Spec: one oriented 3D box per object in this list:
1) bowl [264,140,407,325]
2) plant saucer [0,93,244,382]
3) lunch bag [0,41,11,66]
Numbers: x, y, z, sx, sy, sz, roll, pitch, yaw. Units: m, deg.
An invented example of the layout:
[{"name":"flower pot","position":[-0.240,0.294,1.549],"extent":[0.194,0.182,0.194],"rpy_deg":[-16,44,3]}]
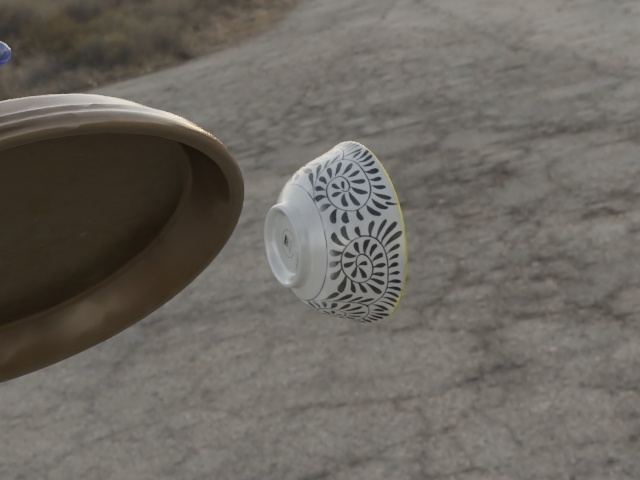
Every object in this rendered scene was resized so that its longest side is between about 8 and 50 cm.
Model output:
[{"name":"bowl","position":[0.000,0.000,0.983],"extent":[0.080,0.170,0.170],"rpy_deg":[-10,11,-25]},{"name":"plant saucer","position":[-0.176,0.008,0.611],"extent":[0.278,0.041,0.278],"rpy_deg":[-23,-23,-11]},{"name":"lunch bag","position":[-0.316,-0.126,0.667],"extent":[0.138,0.221,0.293],"rpy_deg":[-17,-7,39]}]
